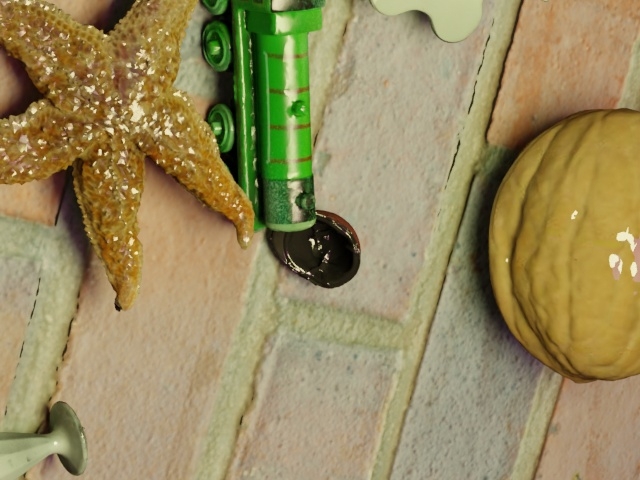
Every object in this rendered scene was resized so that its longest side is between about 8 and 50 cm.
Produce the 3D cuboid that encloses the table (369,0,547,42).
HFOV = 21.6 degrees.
[{"bbox_3d":[0.092,-0.261,1.411,0.198,0.166,0.166,18,92,-36],"label":"table"}]

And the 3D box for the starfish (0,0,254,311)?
[{"bbox_3d":[-0.174,-0.083,1.310,0.299,0.060,0.302,-38,109,-15],"label":"starfish"}]

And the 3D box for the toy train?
[{"bbox_3d":[-0.044,-0.124,1.383,0.085,0.119,0.251,-12,107,-32],"label":"toy train"}]

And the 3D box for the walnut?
[{"bbox_3d":[0.264,0.006,1.559,0.225,0.225,0.261,3,99,-34],"label":"walnut"}]

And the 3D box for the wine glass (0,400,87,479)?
[{"bbox_3d":[-0.269,0.178,1.340,0.155,0.073,0.073,-15,110,-34],"label":"wine glass"}]

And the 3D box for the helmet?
[{"bbox_3d":[-0.001,-0.001,1.484,0.084,0.049,0.065,39,115,-10],"label":"helmet"}]
